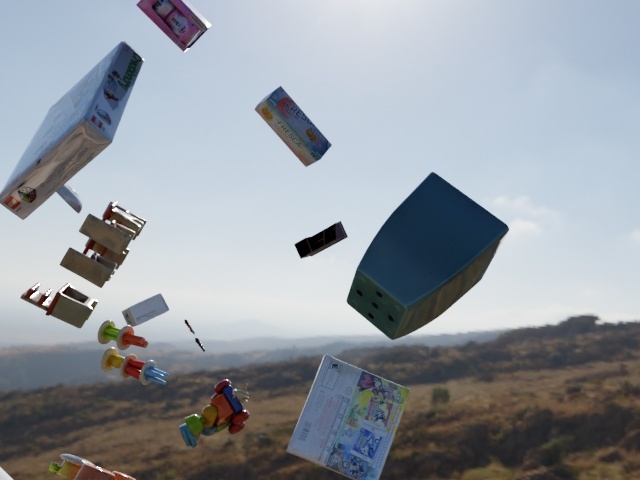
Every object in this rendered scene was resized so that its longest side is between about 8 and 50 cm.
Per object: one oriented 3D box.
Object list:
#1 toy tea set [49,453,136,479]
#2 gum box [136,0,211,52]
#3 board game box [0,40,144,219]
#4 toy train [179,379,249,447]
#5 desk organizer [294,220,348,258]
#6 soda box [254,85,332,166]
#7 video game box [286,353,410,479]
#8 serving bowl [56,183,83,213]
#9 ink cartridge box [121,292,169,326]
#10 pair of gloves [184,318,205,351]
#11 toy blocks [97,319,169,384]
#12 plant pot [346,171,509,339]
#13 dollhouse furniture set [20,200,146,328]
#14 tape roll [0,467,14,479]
[{"bbox_3d":[-0.447,0.592,1.710,0.336,0.124,0.200,30,-20,-24],"label":"toy tea set"},{"bbox_3d":[-0.251,-0.390,1.333,0.107,0.062,0.188,44,8,-16],"label":"gum box"},{"bbox_3d":[-0.376,-0.180,1.181,0.193,0.305,0.053,-35,-61,20],"label":"board game box"},{"bbox_3d":[-0.245,0.392,1.748,0.143,0.105,0.248,-27,-19,-24],"label":"toy train"},{"bbox_3d":[0.000,0.000,1.933,0.130,0.047,0.050,-29,-8,35],"label":"desk organizer"},{"bbox_3d":[-0.061,-0.258,1.741,0.183,0.058,0.063,47,-36,-17],"label":"soda box"},{"bbox_3d":[0.056,0.354,1.509,0.187,0.205,0.048,23,-16,2],"label":"video game box"},{"bbox_3d":[-0.521,-0.094,1.587,0.083,0.027,0.083,43,-9,9],"label":"serving bowl"},{"bbox_3d":[-0.533,0.213,2.327,0.109,0.063,0.150,-26,1,-24],"label":"ink cartridge box"},{"bbox_3d":[-0.283,0.215,1.721,0.010,0.083,0.074,-33,-9,-12],"label":"pair of gloves"},{"bbox_3d":[-0.380,0.235,1.575,0.148,0.123,0.054,13,29,22],"label":"toy blocks"},{"bbox_3d":[0.163,0.041,1.279,0.165,0.234,0.166,39,-34,18],"label":"plant pot"},{"bbox_3d":[-0.481,0.035,1.563,0.135,0.259,0.262,30,4,-10],"label":"dollhouse furniture set"},{"bbox_3d":[-0.718,0.591,1.571,0.169,0.246,0.246,47,-10,-4],"label":"tape roll"}]
